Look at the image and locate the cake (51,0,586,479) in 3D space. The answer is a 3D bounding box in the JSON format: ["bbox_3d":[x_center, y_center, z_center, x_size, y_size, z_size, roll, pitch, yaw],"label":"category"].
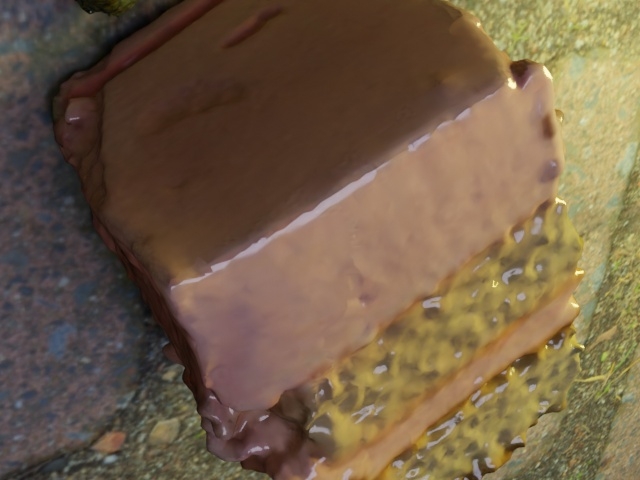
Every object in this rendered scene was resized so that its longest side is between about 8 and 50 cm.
[{"bbox_3d":[0.000,0.000,0.594,0.293,0.314,0.306,-33,134,-14],"label":"cake"}]

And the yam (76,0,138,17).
[{"bbox_3d":[-0.084,-0.255,0.510,0.106,0.106,0.259,26,99,-44],"label":"yam"}]
